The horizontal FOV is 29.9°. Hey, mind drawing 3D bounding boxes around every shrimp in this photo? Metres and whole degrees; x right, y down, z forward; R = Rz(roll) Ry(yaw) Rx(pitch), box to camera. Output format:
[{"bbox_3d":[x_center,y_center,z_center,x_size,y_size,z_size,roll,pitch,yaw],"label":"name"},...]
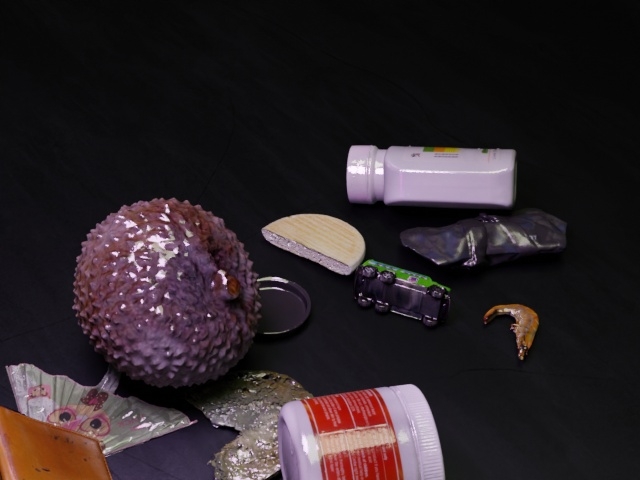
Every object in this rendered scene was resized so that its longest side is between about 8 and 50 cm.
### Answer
[{"bbox_3d":[0.308,0.146,1.931,0.091,0.025,0.127,5,37,3],"label":"shrimp"}]

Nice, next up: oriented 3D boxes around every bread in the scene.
[{"bbox_3d":[0.005,0.000,2.081,0.193,0.036,0.112,23,40,28],"label":"bread"}]

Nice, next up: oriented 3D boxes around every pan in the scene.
[{"bbox_3d":[-0.113,0.082,1.984,0.136,0.028,0.235,-25,51,-29],"label":"pan"}]

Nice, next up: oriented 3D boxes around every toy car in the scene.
[{"bbox_3d":[0.136,0.084,1.965,0.165,0.071,0.062,16,29,16],"label":"toy car"}]

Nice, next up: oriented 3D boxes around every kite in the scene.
[{"bbox_3d":[-0.350,0.253,1.792,0.323,0.013,0.267,16,43,14],"label":"kite"}]

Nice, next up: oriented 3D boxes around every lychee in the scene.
[{"bbox_3d":[-0.234,0.086,1.792,0.300,0.300,0.300,1,41,-1],"label":"lychee"}]

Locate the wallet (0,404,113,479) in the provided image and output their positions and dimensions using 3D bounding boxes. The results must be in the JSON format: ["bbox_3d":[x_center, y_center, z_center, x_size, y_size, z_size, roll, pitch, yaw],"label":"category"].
[{"bbox_3d":[-0.360,0.310,1.614,0.042,0.195,0.161,-45,48,15],"label":"wallet"}]

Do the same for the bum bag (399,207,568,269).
[{"bbox_3d":[0.290,-0.004,2.069,0.310,0.074,0.137,-10,32,-14],"label":"bum bag"}]

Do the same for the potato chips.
[{"bbox_3d":[-0.101,0.271,1.771,0.202,0.029,0.220,1,39,-5],"label":"potato chips"}]

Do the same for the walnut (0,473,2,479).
[{"bbox_3d":[-0.480,0.377,1.502,0.209,0.209,0.336,-16,45,-20],"label":"walnut"}]

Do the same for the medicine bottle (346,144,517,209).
[{"bbox_3d":[0.200,-0.114,2.139,0.296,0.111,0.161,1,14,13],"label":"medicine bottle"}]

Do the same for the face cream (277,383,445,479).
[{"bbox_3d":[0.050,0.303,1.608,0.187,0.201,0.201,-8,42,-11],"label":"face cream"}]
